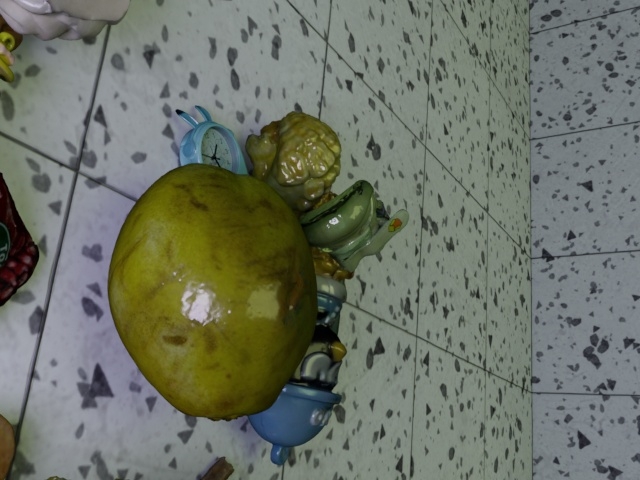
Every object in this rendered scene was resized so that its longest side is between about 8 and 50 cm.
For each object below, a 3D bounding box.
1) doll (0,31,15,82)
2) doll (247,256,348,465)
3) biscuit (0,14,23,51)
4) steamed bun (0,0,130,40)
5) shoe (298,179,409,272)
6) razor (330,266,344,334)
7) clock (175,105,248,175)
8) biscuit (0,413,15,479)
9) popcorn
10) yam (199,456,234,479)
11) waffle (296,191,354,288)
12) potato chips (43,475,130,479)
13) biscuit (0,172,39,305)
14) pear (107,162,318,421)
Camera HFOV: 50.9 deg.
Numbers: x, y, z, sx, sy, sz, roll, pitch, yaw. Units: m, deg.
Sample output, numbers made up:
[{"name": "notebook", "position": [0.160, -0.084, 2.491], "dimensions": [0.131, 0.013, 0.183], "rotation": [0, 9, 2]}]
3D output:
[{"name": "doll", "position": [-0.358, -0.131, 0.618], "dimensions": [0.207, 0.081, 0.129], "rotation": [-57, 165, -33]}, {"name": "doll", "position": [-0.028, 0.186, 1.038], "dimensions": [0.177, 0.141, 0.314], "rotation": [31, 71, -60]}, {"name": "biscuit", "position": [-0.360, -0.294, 0.706], "dimensions": [0.184, 0.035, 0.249], "rotation": [64, 36, -29]}, {"name": "steamed bun", "position": [-0.285, -0.291, 0.696], "dimensions": [0.182, 0.106, 0.183], "rotation": [3, 86, -59]}, {"name": "shoe", "position": [0.052, -0.030, 1.051], "dimensions": [0.128, 0.140, 0.262], "rotation": [45, 8, -2]}, {"name": "razor", "position": [0.021, 0.147, 1.181], "dimensions": [0.084, 0.035, 0.211], "rotation": [-20, 125, -59]}, {"name": "clock", "position": [-0.163, -0.128, 0.986], "dimensions": [0.108, 0.045, 0.147], "rotation": [-37, 115, -55]}, {"name": "biscuit", "position": [-0.381, 0.252, 0.555], "dimensions": [0.344, 0.057, 0.287], "rotation": [62, 38, -31]}, {"name": "popcorn", "position": [-0.041, -0.117, 1.086], "dimensions": [0.142, 0.173, 0.174], "rotation": [22, 66, -49]}, {"name": "yam", "position": [-0.167, 0.347, 0.912], "dimensions": [0.145, 0.032, 0.032], "rotation": [-34, 113, -54]}, {"name": "waffle", "position": [0.000, 0.000, 1.226], "dimensions": [0.232, 0.051, 0.229], "rotation": [53, 46, -39]}, {"name": "potato chips", "position": [-0.179, 0.401, 0.511], "dimensions": [0.358, 0.070, 0.429], "rotation": [-38, 80, -24]}, {"name": "biscuit", "position": [-0.336, -0.018, 0.620], "dimensions": [0.151, 0.063, 0.236], "rotation": [-48, 152, -41]}, {"name": "pear", "position": [-0.128, 0.060, 0.828], "dimensions": [0.269, 0.268, 0.322], "rotation": [34, 46, -51]}]
